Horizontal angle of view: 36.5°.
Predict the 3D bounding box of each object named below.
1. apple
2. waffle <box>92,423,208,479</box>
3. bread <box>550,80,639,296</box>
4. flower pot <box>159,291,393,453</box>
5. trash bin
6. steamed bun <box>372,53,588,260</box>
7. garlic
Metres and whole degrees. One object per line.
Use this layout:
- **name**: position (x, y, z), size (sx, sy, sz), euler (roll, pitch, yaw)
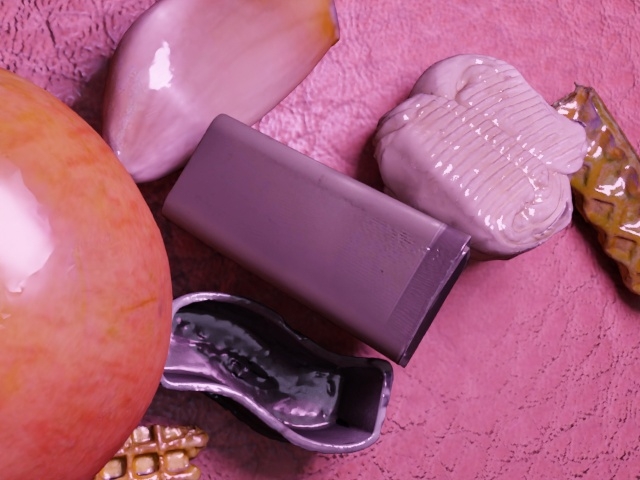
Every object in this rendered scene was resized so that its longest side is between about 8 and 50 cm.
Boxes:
- **apple**: position (-0.283, 0.038, 0.691), size (0.363, 0.364, 0.364), euler (3, 83, -21)
- **waffle**: position (-0.208, 0.203, 0.862), size (0.192, 0.046, 0.161), euler (33, 76, -12)
- **bread**: position (0.331, -0.047, 1.080), size (0.087, 0.098, 0.269), euler (-31, 97, 18)
- **flower pot**: position (-0.056, 0.122, 0.898), size (0.229, 0.108, 0.103), euler (26, 76, -16)
- **trash bin**: position (0.000, 0.000, 0.856), size (0.240, 0.164, 0.122), euler (30, 87, 9)
- **steamed bun**: position (0.158, -0.066, 0.988), size (0.218, 0.144, 0.211), euler (42, 57, 18)
- **garlic**: position (-0.099, -0.173, 0.913), size (0.318, 0.112, 0.143), euler (-39, 112, -27)
